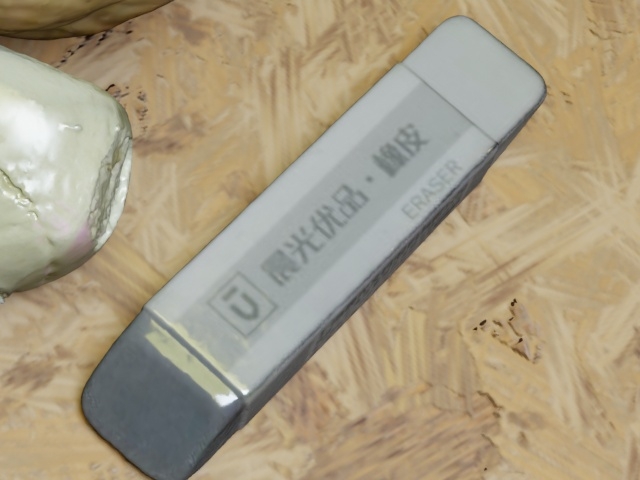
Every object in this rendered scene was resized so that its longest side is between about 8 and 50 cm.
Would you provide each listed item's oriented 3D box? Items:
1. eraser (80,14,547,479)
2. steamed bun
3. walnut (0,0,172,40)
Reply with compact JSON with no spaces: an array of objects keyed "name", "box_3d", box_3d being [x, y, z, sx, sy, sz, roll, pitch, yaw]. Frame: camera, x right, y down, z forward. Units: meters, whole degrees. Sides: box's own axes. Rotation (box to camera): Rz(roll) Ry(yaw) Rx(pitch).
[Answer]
[{"name":"eraser","box_3d":[0.000,0.000,1.182,0.089,0.061,0.352,41,65,8]},{"name":"steamed bun","box_3d":[-0.230,-0.043,1.107,0.238,0.170,0.153,15,85,-4]},{"name":"walnut","box_3d":[-0.176,-0.265,1.053,0.344,0.306,0.306,45,66,-5]}]
